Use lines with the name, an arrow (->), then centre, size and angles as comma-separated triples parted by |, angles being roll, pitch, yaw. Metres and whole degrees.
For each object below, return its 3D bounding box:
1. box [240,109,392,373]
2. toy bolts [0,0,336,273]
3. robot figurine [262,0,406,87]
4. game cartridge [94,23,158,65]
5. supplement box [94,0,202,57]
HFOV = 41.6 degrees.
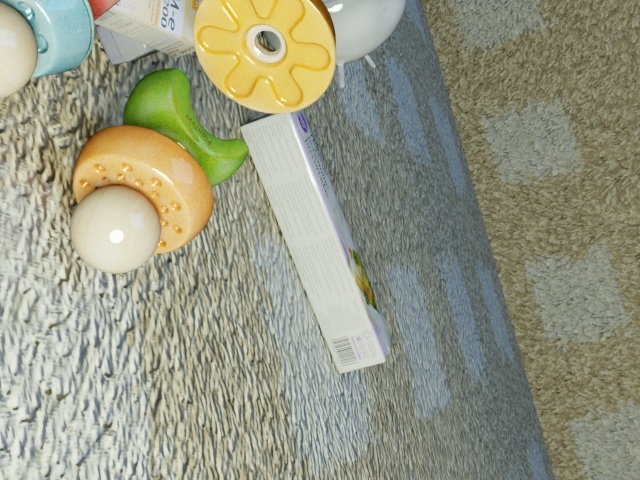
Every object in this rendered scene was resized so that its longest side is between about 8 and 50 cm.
box -> 0.000, 0.000, 0.996 | 0.063, 0.067, 0.324 | -59, 128, -68
toy bolts -> -0.125, -0.105, 0.548 | 0.228, 0.218, 0.158 | 46, 39, -20
robot figurine -> -0.010, -0.377, 1.082 | 0.300, 0.200, 0.353 | -36, 110, -45
game cartridge -> -0.121, -0.319, 0.811 | 0.355, 0.068, 0.230 | -40, 109, -53
supplement box -> -0.139, -0.192, 0.664 | 0.098, 0.036, 0.062 | 14, 73, -46
